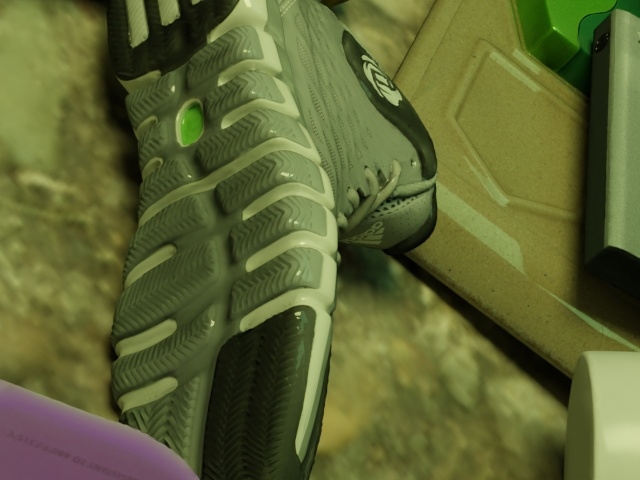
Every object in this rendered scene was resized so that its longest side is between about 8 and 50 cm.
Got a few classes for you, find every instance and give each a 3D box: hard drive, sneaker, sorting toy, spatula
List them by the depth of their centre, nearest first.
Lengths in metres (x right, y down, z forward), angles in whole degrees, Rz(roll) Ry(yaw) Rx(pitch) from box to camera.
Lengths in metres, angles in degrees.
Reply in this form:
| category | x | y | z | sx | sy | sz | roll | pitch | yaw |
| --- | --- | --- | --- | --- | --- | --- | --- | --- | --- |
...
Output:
| category | x | y | z | sx | sy | sz | roll | pitch | yaw |
| --- | --- | --- | --- | --- | --- | --- | --- | --- | --- |
| spatula | -0.102 | 0.142 | 0.412 | 0.084 | 0.030 | 0.296 | 19 | 46 | 3 |
| sneaker | 0.000 | 0.000 | 0.601 | 0.132 | 0.086 | 0.229 | 27 | 49 | -45 |
| hard drive | 0.150 | -0.023 | 0.718 | 0.094 | 0.022 | 0.135 | 27 | 47 | -18 |
| sorting toy | 0.097 | -0.068 | 0.752 | 0.307 | 0.041 | 0.229 | 37 | 48 | -9 |

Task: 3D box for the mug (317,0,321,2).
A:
| category | x | y | z | sx | sy | sz | roll | pitch | yaw |
| --- | --- | --- | --- | --- | --- | --- | --- | --- | --- |
| mug | -0.017 | -0.116 | 0.685 | 0.062 | 0.064 | 0.078 | 27 | 19 | -13 |

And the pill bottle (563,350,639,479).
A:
| category | x | y | z | sx | sy | sz | roll | pitch | yaw |
| --- | --- | --- | --- | --- | --- | --- | --- | --- | --- |
| pill bottle | 0.204 | 0.088 | 0.641 | 0.221 | 0.124 | 0.124 | 3 | 49 | 2 |
